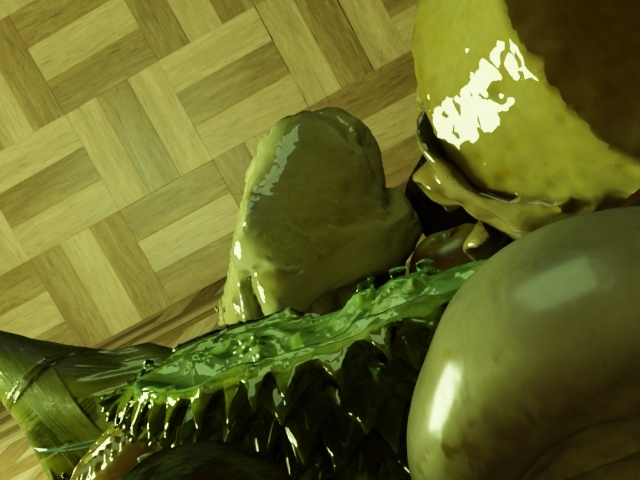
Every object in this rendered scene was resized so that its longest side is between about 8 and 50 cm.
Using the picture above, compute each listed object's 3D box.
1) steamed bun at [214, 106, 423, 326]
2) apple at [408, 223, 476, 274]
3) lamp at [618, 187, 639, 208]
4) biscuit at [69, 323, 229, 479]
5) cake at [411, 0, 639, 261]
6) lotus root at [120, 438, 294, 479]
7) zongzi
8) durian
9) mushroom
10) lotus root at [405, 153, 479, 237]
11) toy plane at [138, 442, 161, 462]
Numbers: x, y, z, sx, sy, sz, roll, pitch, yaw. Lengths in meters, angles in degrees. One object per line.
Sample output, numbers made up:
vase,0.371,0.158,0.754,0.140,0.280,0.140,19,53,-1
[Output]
steamed bun,0.000,0.004,1.107,0.230,0.325,0.372,10,-9,-5
apple,0.152,0.034,0.984,0.099,0.102,0.114,-27,18,-35
lamp,0.238,0.036,0.530,0.157,0.156,0.135,2,-51,-25
biscuit,-0.166,0.197,0.964,0.259,0.079,0.259,-45,4,4
cake,0.213,-0.124,0.766,0.332,0.332,0.321,-32,-9,-28
lotus root,-0.058,0.192,0.456,0.160,0.152,0.275,-47,5,-8
zongzi,-0.300,0.164,1.163,0.250,0.274,0.125,-27,14,9
durian,-0.006,0.085,0.645,0.394,0.163,0.198,-15,46,26
mushroom,0.142,0.083,0.376,0.206,0.206,0.209,-29,29,-6
lotus root,0.257,-0.083,1.031,0.397,0.196,0.179,-21,38,53
toy plane,-0.017,0.176,0.746,0.267,0.088,0.212,-19,10,14
